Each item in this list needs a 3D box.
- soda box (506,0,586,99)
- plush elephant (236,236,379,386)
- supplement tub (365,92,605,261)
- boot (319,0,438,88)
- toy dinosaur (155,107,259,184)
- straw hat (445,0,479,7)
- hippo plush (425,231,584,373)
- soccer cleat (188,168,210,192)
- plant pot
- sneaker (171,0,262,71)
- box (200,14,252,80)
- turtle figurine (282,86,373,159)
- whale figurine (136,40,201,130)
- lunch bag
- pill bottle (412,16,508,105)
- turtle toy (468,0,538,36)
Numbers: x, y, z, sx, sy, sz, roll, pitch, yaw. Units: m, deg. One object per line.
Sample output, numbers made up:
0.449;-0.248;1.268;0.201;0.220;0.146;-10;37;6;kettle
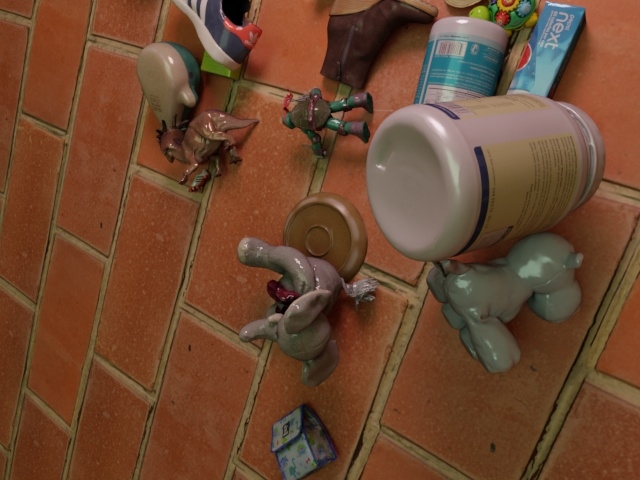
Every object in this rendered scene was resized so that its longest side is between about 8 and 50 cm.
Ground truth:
0.410;-0.320;0.899;0.071;0.067;0.210;27;105;26;soda box
-0.056;0.164;1.067;0.330;0.255;0.271;2;119;21;plush elephant
0.263;-0.109;0.780;0.235;0.325;0.235;38;134;53;supplement tub
0.121;-0.437;1.069;0.249;0.090;0.206;25;117;25;boot
-0.317;-0.274;1.273;0.296;0.127;0.200;-34;79;16;toy dinosaur
0.289;-0.538;0.942;0.145;0.061;0.144;-10;74;38;straw hat
0.341;0.070;0.903;0.237;0.234;0.294;-29;108;0;hippo plush
-0.345;-0.167;1.369;0.083;0.029;0.035;-37;66;23;soccer cleat
0.000;0.000;1.175;0.237;0.032;0.236;1;93;31;plant pot
-0.265;-0.592;1.203;0.148;0.131;0.350;-38;80;18;sneaker
-0.248;-0.526;1.283;0.109;0.042;0.178;22;102;26;box
-0.001;-0.277;1.119;0.234;0.118;0.175;3;94;24;turtle figurine
-0.403;-0.409;1.349;0.216;0.141;0.271;20;126;31;whale figurine
-0.052;0.501;1.201;0.129;0.096;0.151;-43;58;27;lunch bag
0.258;-0.279;0.944;0.146;0.146;0.263;19;102;28;pill bottle
0.349;-0.442;0.928;0.130;0.066;0.095;-18;83;30;turtle toy
